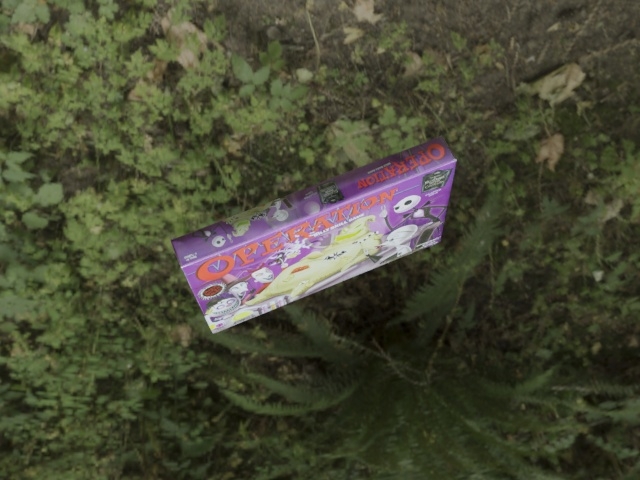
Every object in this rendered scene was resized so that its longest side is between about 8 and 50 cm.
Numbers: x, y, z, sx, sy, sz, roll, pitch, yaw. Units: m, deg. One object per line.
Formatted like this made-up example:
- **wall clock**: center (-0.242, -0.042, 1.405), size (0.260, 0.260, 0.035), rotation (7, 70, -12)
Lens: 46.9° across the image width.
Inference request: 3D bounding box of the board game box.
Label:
- **board game box**: center (0.000, 0.000, 0.939), size (0.346, 0.056, 0.208), rotation (-22, 149, -8)
